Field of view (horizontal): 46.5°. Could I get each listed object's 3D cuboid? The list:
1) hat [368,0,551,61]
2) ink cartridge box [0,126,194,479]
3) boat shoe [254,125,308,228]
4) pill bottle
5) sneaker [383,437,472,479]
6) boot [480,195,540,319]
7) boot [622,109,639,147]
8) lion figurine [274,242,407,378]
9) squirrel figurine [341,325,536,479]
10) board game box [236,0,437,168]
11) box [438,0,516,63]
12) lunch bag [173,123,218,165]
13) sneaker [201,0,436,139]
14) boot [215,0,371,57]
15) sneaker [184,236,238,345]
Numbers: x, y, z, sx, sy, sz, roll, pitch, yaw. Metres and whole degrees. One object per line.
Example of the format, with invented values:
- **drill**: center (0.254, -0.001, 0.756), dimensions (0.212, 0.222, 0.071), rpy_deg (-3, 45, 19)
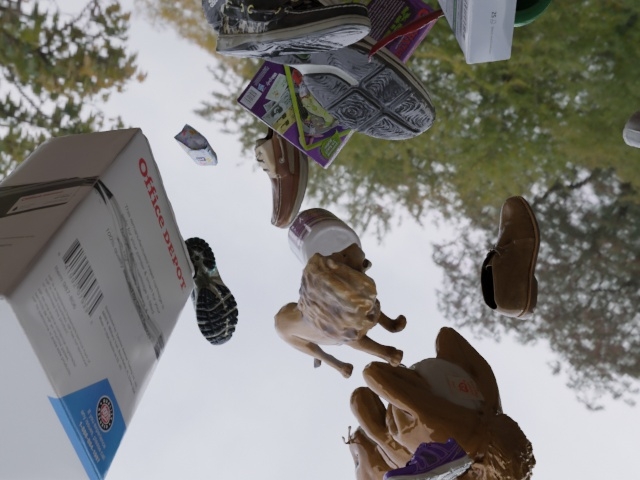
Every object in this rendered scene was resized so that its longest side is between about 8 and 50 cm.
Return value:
- **hat**: center (0.182, -0.354, 0.992), dimensions (0.208, 0.173, 0.183), rpy_deg (-18, -168, -29)
- **ink cartridge box**: center (-0.323, 0.068, 0.962), dimensions (0.166, 0.286, 0.395), rpy_deg (-4, -148, 13)
- **boat shoe**: center (-0.087, -0.188, 1.591), dimensions (0.116, 0.325, 0.123), rpy_deg (5, -176, -15)
- **pill bottle**: center (0.000, 0.000, 2.100), dimensions (0.169, 0.169, 0.301), rpy_deg (12, -169, -17)
- **sneaker**: center (0.165, 0.367, 1.212), dimensions (0.169, 0.068, 0.071), rpy_deg (-7, -131, -34)
- **boot**: center (0.448, 0.029, 1.778), dimensions (0.115, 0.112, 0.306), rpy_deg (11, -110, -21)
- **boot**: center (0.547, -0.124, 1.022), dimensions (0.189, 0.076, 0.208), rpy_deg (5, -170, -45)
- **lion figurine**: center (0.004, 0.149, 1.368), dimensions (0.240, 0.392, 0.142), rpy_deg (28, -125, -20)
- **squirrel figurine**: center (0.217, 0.432, 1.476), dimensions (0.397, 0.371, 0.281), rpy_deg (41, -144, 20)
- **board game box**: center (0.031, -0.331, 1.367), dimensions (0.208, 0.347, 0.056), rpy_deg (38, -176, 7)
- **box**: center (0.116, -0.251, 0.593), dimensions (0.038, 0.145, 0.186), rpy_deg (-7, -138, -2)
- **lunch bag**: center (-0.256, -0.193, 1.557), dimensions (0.083, 0.071, 0.053), rpy_deg (35, -100, 21)
- **sneaker**: center (0.035, -0.375, 1.260), dimensions (0.447, 0.169, 0.258), rpy_deg (31, -125, -24)
- **boot**: center (-0.040, -0.315, 0.884), dimensions (0.236, 0.179, 0.085), rpy_deg (6, -173, 44)
- **sneaker**: center (-0.287, 0.127, 1.902), dimensions (0.110, 0.283, 0.122), rpy_deg (-16, -177, -15)
